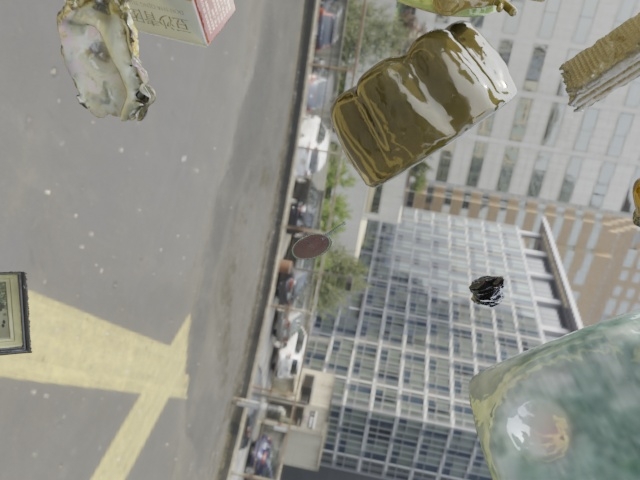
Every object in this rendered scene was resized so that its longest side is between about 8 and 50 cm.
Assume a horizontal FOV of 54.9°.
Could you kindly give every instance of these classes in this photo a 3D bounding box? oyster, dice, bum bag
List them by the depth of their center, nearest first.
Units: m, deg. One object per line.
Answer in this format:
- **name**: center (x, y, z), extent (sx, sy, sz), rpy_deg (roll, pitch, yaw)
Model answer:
- **oyster**: center (-0.229, -0.225, 0.698), extent (0.081, 0.163, 0.191), rpy_deg (-39, -172, -36)
- **dice**: center (0.442, 0.309, 0.931), extent (0.328, 0.331, 0.348), rpy_deg (20, 48, -65)
- **bum bag**: center (0.264, 0.079, 0.972), extent (0.124, 0.058, 0.034), rpy_deg (57, 23, -63)

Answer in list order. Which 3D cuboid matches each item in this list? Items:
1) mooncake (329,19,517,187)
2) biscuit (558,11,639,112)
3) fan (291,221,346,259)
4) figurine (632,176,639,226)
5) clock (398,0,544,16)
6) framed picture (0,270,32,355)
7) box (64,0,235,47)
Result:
- **mooncake**: center (0.198, -0.283, 1.270), extent (0.200, 0.379, 0.378), rpy_deg (57, 13, -6)
- **biscuit**: center (0.531, -0.326, 1.068), extent (0.239, 0.062, 0.108), rpy_deg (-34, -151, 31)
- **fan**: center (0.000, 0.000, 1.228), extent (0.085, 0.133, 0.005), rpy_deg (28, 33, -46)
- **figurine**: center (0.815, -0.102, 1.328), extent (0.192, 0.257, 0.167), rpy_deg (-18, 109, -65)
- **clock**: center (0.257, -0.496, 1.132), extent (0.235, 0.308, 0.096), rpy_deg (-36, 148, -34)
- **framed picture**: center (-0.552, 0.117, 0.939), extent (0.010, 0.200, 0.195), rpy_deg (-116, -146, -45)
- **box**: center (-0.369, -0.574, 1.124), extent (0.385, 0.345, 0.122), rpy_deg (80, 33, -57)
